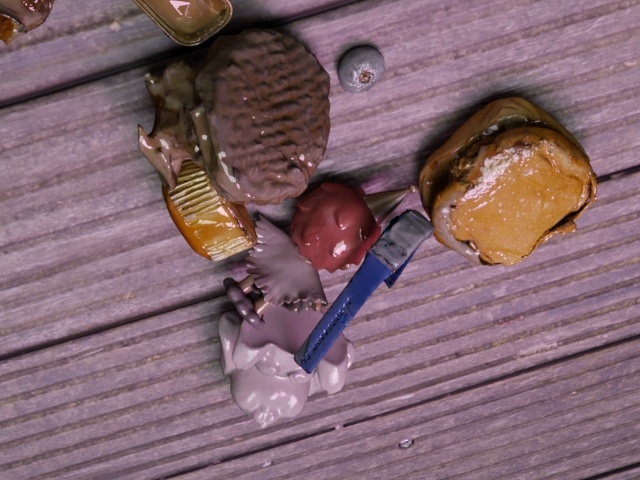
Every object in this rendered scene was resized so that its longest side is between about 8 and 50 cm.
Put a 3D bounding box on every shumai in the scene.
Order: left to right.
[{"bbox_3d":[-0.441,-0.335,1.499,0.146,0.116,0.145,-8,130,-9],"label":"shumai"},{"bbox_3d":[-0.147,-0.182,1.669,0.262,0.314,0.267,-6,119,42],"label":"shumai"}]

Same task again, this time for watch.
[{"bbox_3d":[0.075,0.081,1.872,0.068,0.276,0.274,41,147,6],"label":"watch"}]

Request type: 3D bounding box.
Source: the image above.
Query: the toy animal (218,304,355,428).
[{"bbox_3d":[-0.080,0.243,2.065,0.272,0.206,0.265,12,137,-9],"label":"toy animal"}]

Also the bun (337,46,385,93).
[{"bbox_3d":[0.067,-0.276,1.734,0.083,0.045,0.083,-11,135,-11],"label":"bun"}]

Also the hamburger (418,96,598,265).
[{"bbox_3d":[0.327,-0.093,1.887,0.319,0.158,0.318,-7,131,-9],"label":"hamburger"}]

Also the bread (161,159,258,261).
[{"bbox_3d":[-0.192,-0.055,1.800,0.114,0.132,0.190,-21,125,6],"label":"bread"}]

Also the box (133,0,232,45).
[{"bbox_3d":[-0.212,-0.364,1.543,0.111,0.111,0.177,-35,130,16],"label":"box"}]

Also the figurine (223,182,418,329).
[{"bbox_3d":[0.000,0.000,1.895,0.387,0.207,0.166,-40,163,8],"label":"figurine"}]
